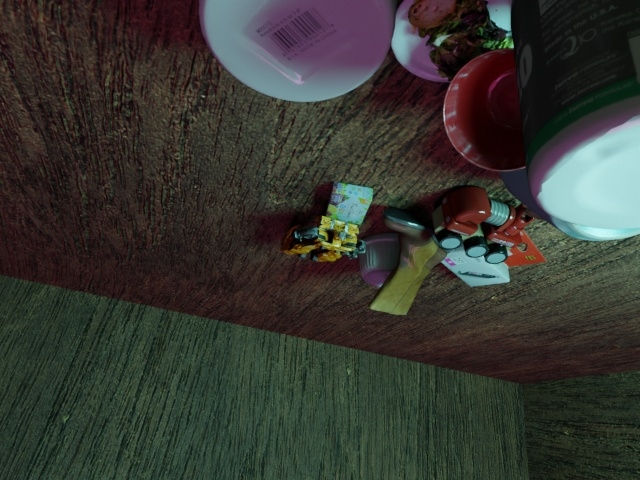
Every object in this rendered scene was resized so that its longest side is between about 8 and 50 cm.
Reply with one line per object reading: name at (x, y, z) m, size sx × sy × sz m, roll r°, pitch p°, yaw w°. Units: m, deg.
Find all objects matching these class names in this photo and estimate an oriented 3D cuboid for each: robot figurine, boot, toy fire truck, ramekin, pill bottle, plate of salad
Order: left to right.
ramekin at (-0.027, -0.315, 0.613) m, size 0.277 × 0.135 × 0.277 m, roll 3°, pitch 155°, yaw 1°
robot figurine at (0.000, 0.000, 1.287) m, size 0.211 × 0.085 × 0.291 m, roll 14°, pitch 164°, yaw -21°
ramekin at (0.215, 0.070, 1.405) m, size 0.207 × 0.109 × 0.207 m, roll 6°, pitch 154°, yaw 3°
boot at (0.205, 0.064, 1.248) m, size 0.264 × 0.096 × 0.280 m, roll 17°, pitch 112°, yaw -41°
plate of salad at (0.205, -0.305, 0.692) m, size 0.200 × 0.048 × 0.200 m, roll 5°, pitch 154°, yaw 3°
toy fire truck at (0.415, -0.054, 1.073) m, size 0.217 × 0.158 × 0.246 m, roll 17°, pitch 141°, yaw -19°
pill bottle at (0.316, -0.213, 0.490) m, size 0.204 × 0.361 × 0.204 m, roll 6°, pitch 154°, yaw 3°

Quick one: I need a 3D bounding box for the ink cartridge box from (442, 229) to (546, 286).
ink cartridge box at (0.505, 0.054, 1.357) m, size 0.239 × 0.060 × 0.275 m, roll -12°, pitch 149°, yaw 37°

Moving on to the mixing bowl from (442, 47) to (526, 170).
mixing bowl at (0.294, -0.209, 0.714) m, size 0.181 × 0.098 × 0.181 m, roll 20°, pitch 128°, yaw 28°

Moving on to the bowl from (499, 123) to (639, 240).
bowl at (0.477, -0.119, 0.763) m, size 0.312 × 0.163 × 0.311 m, roll 1°, pitch 133°, yaw 1°

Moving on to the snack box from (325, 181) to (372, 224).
snack box at (0.070, -0.093, 1.182) m, size 0.100 × 0.037 × 0.141 m, roll 8°, pitch 156°, yaw -3°
